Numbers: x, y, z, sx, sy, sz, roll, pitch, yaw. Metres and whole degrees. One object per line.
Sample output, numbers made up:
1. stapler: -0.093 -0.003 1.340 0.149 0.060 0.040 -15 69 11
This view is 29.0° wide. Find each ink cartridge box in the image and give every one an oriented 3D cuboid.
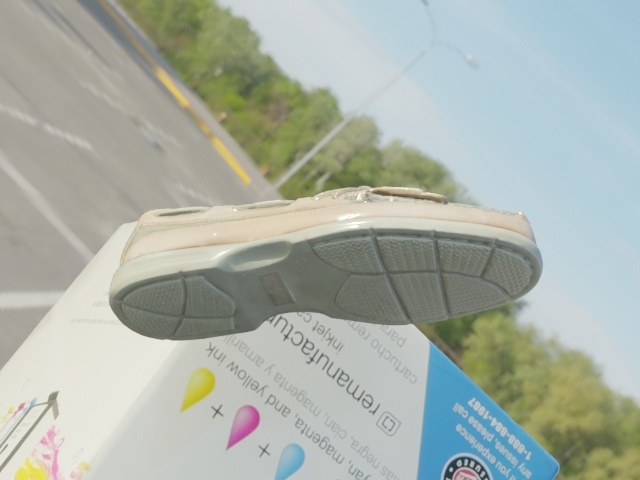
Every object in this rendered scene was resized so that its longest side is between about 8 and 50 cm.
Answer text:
1. ink cartridge box: -0.061 0.129 0.493 0.171 0.233 0.168 44 -22 -21

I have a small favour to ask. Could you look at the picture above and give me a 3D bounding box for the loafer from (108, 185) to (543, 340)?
1. loafer: 0.000 0.000 0.359 0.045 0.125 0.039 72 15 -48
